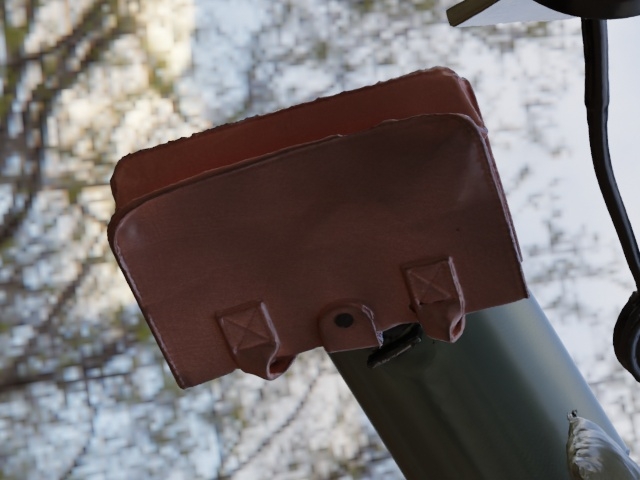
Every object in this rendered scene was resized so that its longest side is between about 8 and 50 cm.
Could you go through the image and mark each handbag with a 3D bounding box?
[{"bbox_3d":[0.000,0.000,0.999,0.059,0.212,0.157,-96,169,-52],"label":"handbag"}]

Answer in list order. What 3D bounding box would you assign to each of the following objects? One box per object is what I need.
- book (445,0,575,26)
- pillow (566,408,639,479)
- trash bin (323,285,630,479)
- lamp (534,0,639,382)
[{"bbox_3d":[0.282,-0.263,1.619,0.295,0.208,0.020,-26,-101,43],"label":"book"},{"bbox_3d":[0.261,0.238,1.370,0.229,0.050,0.148,55,9,-3],"label":"pillow"},{"bbox_3d":[0.159,0.162,1.850,0.217,0.277,0.262,-32,-90,22],"label":"trash bin"},{"bbox_3d":[0.186,-0.037,1.056,0.108,0.130,0.371,46,-27,54],"label":"lamp"}]
